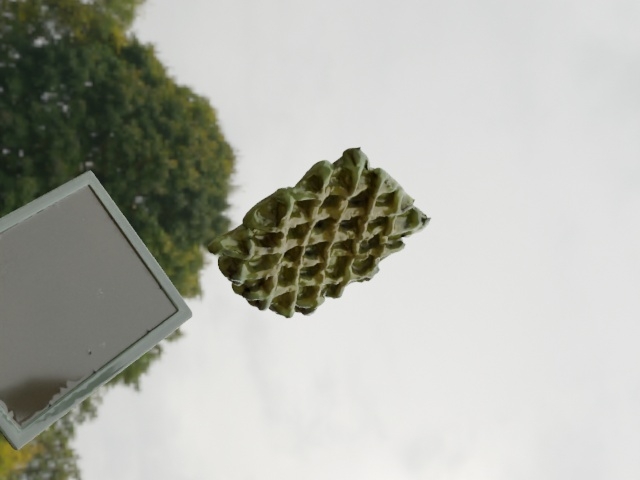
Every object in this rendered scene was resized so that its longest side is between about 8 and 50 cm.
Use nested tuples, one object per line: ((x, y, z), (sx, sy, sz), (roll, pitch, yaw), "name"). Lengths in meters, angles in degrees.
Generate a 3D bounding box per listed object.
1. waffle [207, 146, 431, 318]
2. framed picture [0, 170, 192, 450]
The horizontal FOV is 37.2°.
((-0.002, -0.002, 0.990), (0.204, 0.223, 0.054), (-39, -124, 10), "waffle")
((-0.314, 0.071, 1.120), (0.019, 0.296, 0.232), (-31, -86, 46), "framed picture")
